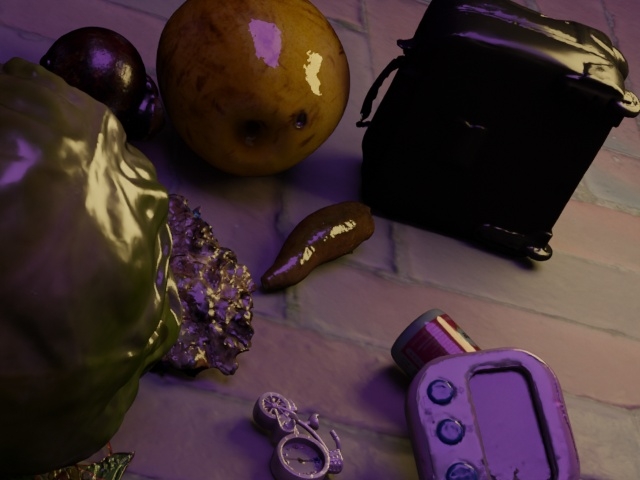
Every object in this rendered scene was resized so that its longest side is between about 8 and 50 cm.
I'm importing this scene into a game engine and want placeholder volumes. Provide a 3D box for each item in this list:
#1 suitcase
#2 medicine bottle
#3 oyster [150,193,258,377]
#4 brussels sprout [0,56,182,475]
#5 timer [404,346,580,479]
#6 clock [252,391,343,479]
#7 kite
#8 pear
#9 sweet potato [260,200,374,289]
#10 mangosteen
[{"bbox_3d":[0.235,-0.165,2.321,0.339,0.345,0.188,16,41,-13],"label":"suitcase"},{"bbox_3d":[0.189,0.188,2.044,0.216,0.090,0.090,46,40,18],"label":"medicine bottle"},{"bbox_3d":[-0.175,0.053,2.010,0.198,0.092,0.259,11,40,-13],"label":"oyster"},{"bbox_3d":[-0.328,0.051,1.668,0.343,0.425,0.361,4,56,15],"label":"brussels sprout"},{"bbox_3d":[0.201,0.234,1.938,0.191,0.069,0.208,-7,67,-12],"label":"timer"},{"bbox_3d":[-0.028,0.230,1.901,0.087,0.041,0.129,-7,51,-32],"label":"clock"},{"bbox_3d":[-0.294,0.229,1.773,0.198,0.006,0.244,-1,42,-32],"label":"kite"},{"bbox_3d":[-0.093,-0.224,2.268,0.281,0.280,0.280,16,35,-12],"label":"pear"},{"bbox_3d":[0.000,0.000,2.194,0.077,0.077,0.244,36,35,17],"label":"sweet potato"},{"bbox_3d":[-0.293,-0.201,2.206,0.184,0.172,0.172,22,35,-5],"label":"mangosteen"}]
